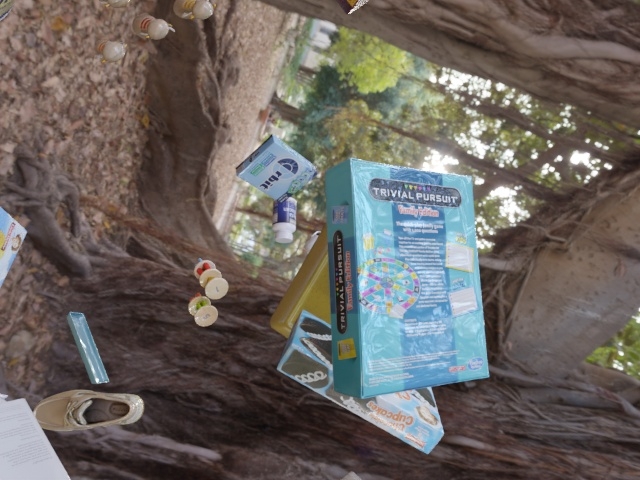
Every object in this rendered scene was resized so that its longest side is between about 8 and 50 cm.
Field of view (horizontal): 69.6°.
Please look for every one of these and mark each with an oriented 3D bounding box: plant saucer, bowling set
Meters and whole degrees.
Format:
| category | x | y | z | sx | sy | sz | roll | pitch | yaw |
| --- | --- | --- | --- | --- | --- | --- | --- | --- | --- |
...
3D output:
| category | x | y | z | sx | sy | sz | roll | pitch | yaw |
| --- | --- | --- | --- | --- | --- | --- | --- | --- | --- |
| plant saucer | 0.072 | 0.164 | 1.102 | 0.333 | 0.333 | 0.081 | -60 | 169 | 9 |
| plant saucer | -0.581 | 0.269 | 1.147 | 0.018 | 0.192 | 0.067 | -27 | 168 | -5 |
| bowling set | -0.401 | -0.526 | 0.993 | 0.287 | 0.200 | 0.154 | -39 | -138 | -15 |

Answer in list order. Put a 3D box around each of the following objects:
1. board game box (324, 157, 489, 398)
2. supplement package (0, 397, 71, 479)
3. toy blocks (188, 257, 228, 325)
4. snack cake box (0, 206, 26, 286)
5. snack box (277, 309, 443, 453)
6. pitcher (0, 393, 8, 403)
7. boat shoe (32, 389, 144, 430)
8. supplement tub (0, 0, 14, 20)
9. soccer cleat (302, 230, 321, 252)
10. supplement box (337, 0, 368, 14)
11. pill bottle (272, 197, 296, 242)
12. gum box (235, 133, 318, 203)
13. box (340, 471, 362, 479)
| category | x | y | z | sx | sy | sz | roll | pitch | yaw |
| --- | --- | --- | --- | --- | --- | --- | --- | --- | --- |
| board game box | 0.138 | 0.056 | 0.731 | 0.079 | 0.254 | 0.336 | -16 | -106 | 58 |
| supplement package | -0.557 | 0.436 | 0.731 | 0.198 | 0.263 | 0.199 | -47 | 161 | 9 |
| toy blocks | -0.276 | 0.113 | 1.081 | 0.148 | 0.054 | 0.123 | 36 | -74 | 54 |
| snack cake box | -0.577 | 0.065 | 0.706 | 0.152 | 0.089 | 0.264 | 111 | -9 | -67 |
| snack box | 0.080 | 0.269 | 0.915 | 0.060 | 0.322 | 0.187 | -59 | -178 | 13 |
| pitcher | -0.831 | 0.396 | 1.116 | 0.125 | 0.207 | 0.178 | -38 | -165 | 37 |
| boat shoe | -0.654 | 0.470 | 1.276 | 0.098 | 0.302 | 0.109 | 92 | -3 | -71 |
| supplement tub | -0.470 | -0.428 | 0.564 | 0.316 | 0.228 | 0.228 | -13 | -128 | 43 |
| soccer cleat | 0.000 | 0.000 | 1.518 | 0.076 | 0.068 | 0.196 | -53 | 176 | 17 |
| supplement box | 0.037 | -0.521 | 0.814 | 0.081 | 0.188 | 0.104 | -43 | -170 | -21 |
| pill bottle | -0.143 | -0.080 | 1.820 | 0.094 | 0.094 | 0.169 | 131 | -39 | -68 |
| gum box | -0.126 | -0.203 | 1.348 | 0.157 | 0.184 | 0.041 | -37 | -133 | 23 |
| box | 0.089 | 0.446 | 0.573 | 0.094 | 0.275 | 0.113 | -31 | -174 | -17 |
